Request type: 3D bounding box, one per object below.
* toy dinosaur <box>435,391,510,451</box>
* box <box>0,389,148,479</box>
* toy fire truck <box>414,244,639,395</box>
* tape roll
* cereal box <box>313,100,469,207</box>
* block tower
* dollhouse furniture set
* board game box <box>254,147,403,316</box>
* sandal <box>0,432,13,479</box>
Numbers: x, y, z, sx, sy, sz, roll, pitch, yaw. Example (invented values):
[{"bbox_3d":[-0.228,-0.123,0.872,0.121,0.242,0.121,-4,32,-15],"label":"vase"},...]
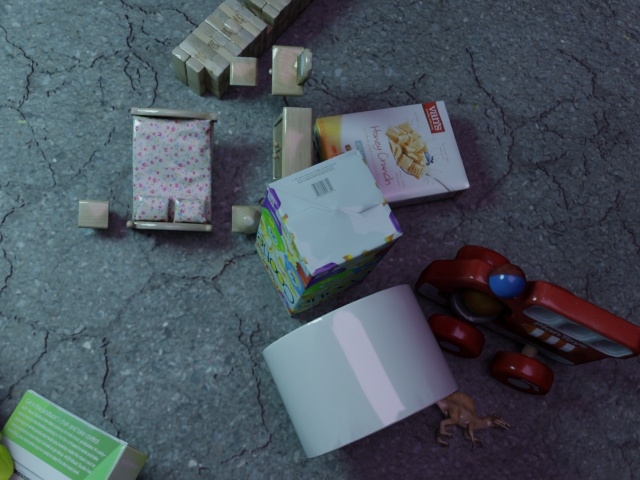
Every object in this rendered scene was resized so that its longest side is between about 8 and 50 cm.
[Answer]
[{"bbox_3d":[0.213,0.282,1.159,0.183,0.053,0.093,30,56,-7],"label":"toy dinosaur"},{"bbox_3d":[-0.399,0.386,0.959,0.232,0.058,0.322,14,68,35],"label":"box"},{"bbox_3d":[0.306,0.106,1.109,0.302,0.254,0.169,28,71,0],"label":"toy fire truck"},{"bbox_3d":[0.058,0.191,1.052,0.246,0.246,0.169,-22,77,-14],"label":"tape roll"},{"bbox_3d":[0.122,-0.144,1.248,0.240,0.047,0.173,-11,76,-12],"label":"cereal box"},{"bbox_3d":[-0.119,-0.399,1.287,0.091,0.097,0.335,38,73,4],"label":"block tower"},{"bbox_3d":[-0.197,-0.162,1.110,0.355,0.174,0.303,1,93,-10],"label":"dollhouse furniture set"},{"bbox_3d":[0.000,0.000,1.084,0.144,0.275,0.142,-24,78,-15],"label":"board game box"},{"bbox_3d":[-0.547,0.223,0.988,0.138,0.126,0.317,-30,58,-11],"label":"sandal"}]
